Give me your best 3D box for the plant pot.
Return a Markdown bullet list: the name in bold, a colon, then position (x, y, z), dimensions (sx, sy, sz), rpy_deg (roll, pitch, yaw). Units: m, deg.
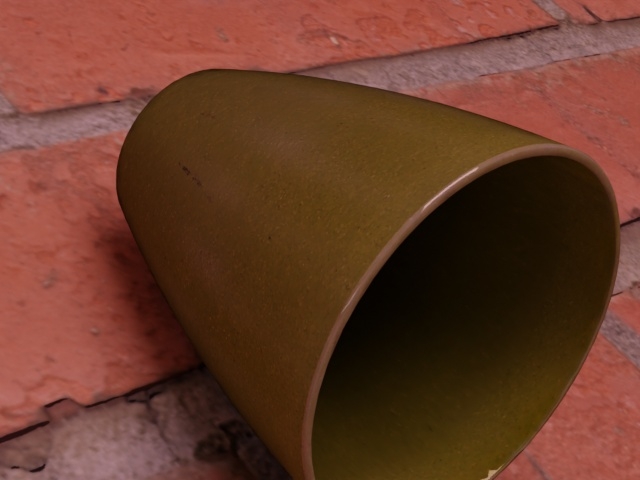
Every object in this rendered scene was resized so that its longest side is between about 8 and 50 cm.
- **plant pot**: position (0.000, 0.000, 1.024), dimensions (0.275, 0.275, 0.293), rpy_deg (-7, 32, -44)
